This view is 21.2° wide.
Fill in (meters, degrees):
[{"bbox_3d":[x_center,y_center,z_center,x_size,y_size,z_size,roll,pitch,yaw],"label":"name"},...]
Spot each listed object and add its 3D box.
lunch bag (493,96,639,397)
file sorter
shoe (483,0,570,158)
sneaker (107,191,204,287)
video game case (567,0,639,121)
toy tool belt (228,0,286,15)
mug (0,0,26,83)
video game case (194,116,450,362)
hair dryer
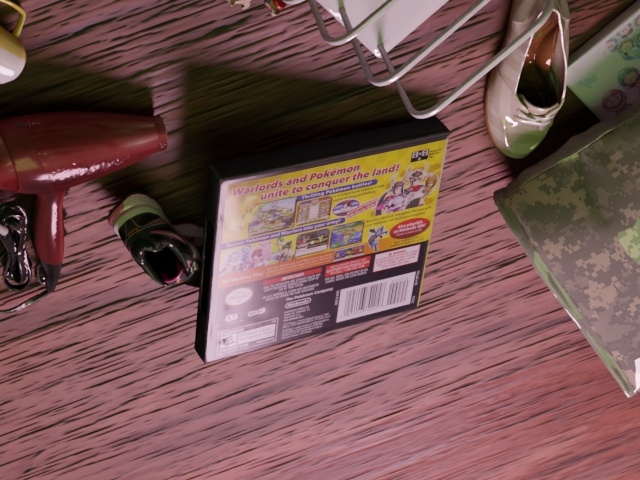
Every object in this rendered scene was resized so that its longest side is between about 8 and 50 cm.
[{"bbox_3d":[0.357,-0.012,1.885,0.235,0.169,0.287,-31,111,17],"label":"lunch bag"},{"bbox_3d":[0.060,-0.274,1.602,0.193,0.173,0.277,-39,128,16],"label":"file sorter"},{"bbox_3d":[0.220,-0.171,1.804,0.076,0.058,0.219,-5,129,-12],"label":"shoe"},{"bbox_3d":[-0.159,0.022,1.818,0.072,0.077,0.178,-38,144,17],"label":"sneaker"},{"bbox_3d":[0.354,-0.191,1.855,0.157,0.019,0.143,-39,128,15],"label":"video game case"},{"bbox_3d":[-0.076,-0.251,1.667,0.051,0.052,0.083,-13,135,36],"label":"toy tool belt"},{"bbox_3d":[-0.312,-0.185,1.637,0.078,0.062,0.064,-40,136,24],"label":"mug"},{"bbox_3d":[0.000,0.000,1.850,0.275,0.035,0.248,-13,132,-25],"label":"video game case"},{"bbox_3d":[-0.285,-0.050,1.760,0.293,0.080,0.223,-32,150,13],"label":"hair dryer"}]
